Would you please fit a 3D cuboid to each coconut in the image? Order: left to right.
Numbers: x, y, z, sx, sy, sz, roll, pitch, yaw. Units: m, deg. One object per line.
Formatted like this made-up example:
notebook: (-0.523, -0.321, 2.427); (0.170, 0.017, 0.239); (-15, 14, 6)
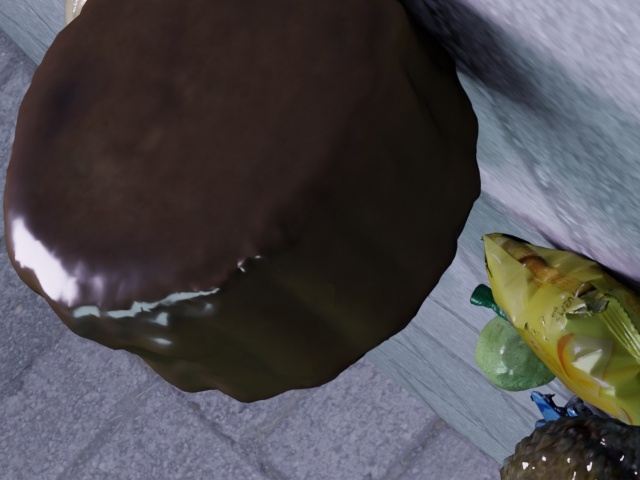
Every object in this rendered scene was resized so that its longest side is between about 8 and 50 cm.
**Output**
coconut: (0.208, 0.119, 1.990); (0.088, 0.088, 0.096); (44, 168, -24)

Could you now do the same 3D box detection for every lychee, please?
lychee: (0.290, 0.287, 1.851); (0.255, 0.274, 0.255); (21, -177, -1)

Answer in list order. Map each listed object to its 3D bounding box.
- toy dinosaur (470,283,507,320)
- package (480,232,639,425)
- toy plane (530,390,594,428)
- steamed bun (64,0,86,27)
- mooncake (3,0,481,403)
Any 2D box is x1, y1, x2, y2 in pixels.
toy dinosaur: (0.199, 0.059, 1.783); (0.096, 0.059, 0.132); (31, 179, 18)
package: (0.219, 0.073, 1.529); (0.168, 0.090, 0.226); (46, 175, -20)
toy plane: (0.299, 0.225, 2.220); (0.169, 0.078, 0.246); (43, -179, -7)
steamed bun: (-0.230, -0.216, 2.278); (0.212, 0.110, 0.231); (40, 177, 10)
mooncake: (-0.050, -0.051, 1.291); (0.324, 0.324, 0.187); (36, 176, 42)
